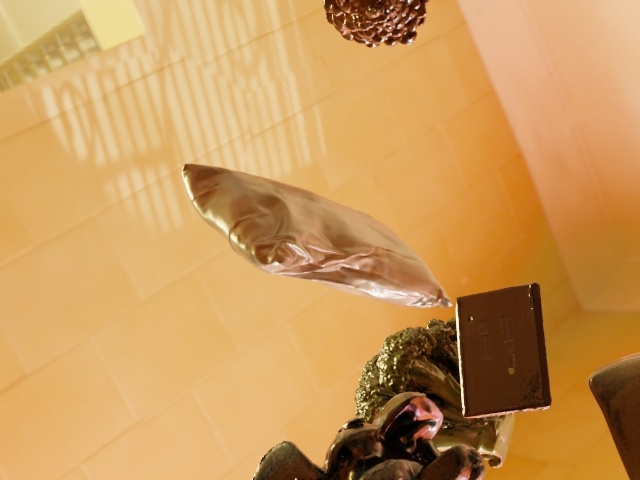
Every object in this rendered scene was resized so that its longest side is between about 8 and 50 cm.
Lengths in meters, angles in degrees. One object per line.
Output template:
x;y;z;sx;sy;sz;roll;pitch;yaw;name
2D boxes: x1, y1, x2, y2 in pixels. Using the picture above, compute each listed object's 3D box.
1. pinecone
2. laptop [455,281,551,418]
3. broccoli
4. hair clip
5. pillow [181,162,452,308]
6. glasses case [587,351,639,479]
0.093;-0.410;1.510;0.179;0.150;0.195;34;-15;-21;pinecone
0.267;0.161;1.317;0.135;0.197;0.016;-14;-30;26;laptop
0.189;0.290;1.543;0.283;0.304;0.321;14;-82;34;broccoli
0.044;0.325;1.064;0.194;0.206;0.310;44;-68;39;hair clip
0.000;0.000;0.914;0.067;0.270;0.173;-59;-137;19;pillow
0.536;0.333;1.380;0.131;0.074;0.323;-26;-99;28;glasses case
